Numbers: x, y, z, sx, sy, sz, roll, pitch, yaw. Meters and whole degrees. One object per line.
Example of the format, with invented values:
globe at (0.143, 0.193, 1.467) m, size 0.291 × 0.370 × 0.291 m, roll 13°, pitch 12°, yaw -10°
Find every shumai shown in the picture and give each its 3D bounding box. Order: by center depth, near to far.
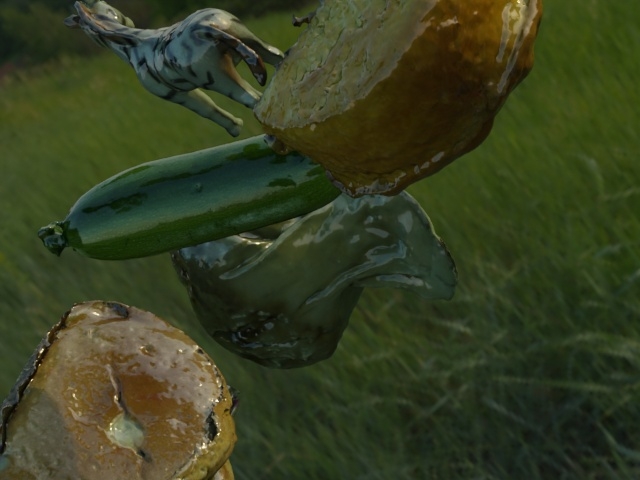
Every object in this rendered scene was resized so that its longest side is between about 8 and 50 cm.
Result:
shumai at (0.000, 0.000, 1.638) m, size 0.288 × 0.330 × 0.292 m, roll -1°, pitch 64°, yaw 44°

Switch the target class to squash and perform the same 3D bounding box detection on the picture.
squash at (-0.132, -0.044, 1.376) m, size 0.379 × 0.101 × 0.101 m, roll -16°, pitch 33°, yaw 26°

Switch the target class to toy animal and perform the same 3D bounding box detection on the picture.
toy animal at (-0.117, -0.160, 1.260) m, size 0.255 × 0.170 × 0.090 m, roll 11°, pitch 71°, yaw 42°

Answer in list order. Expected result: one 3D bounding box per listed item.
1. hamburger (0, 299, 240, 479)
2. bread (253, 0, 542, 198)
hamburger at (-0.228, 0.233, 1.492) m, size 0.318 × 0.277 × 0.195 m, roll -61°, pitch -13°, yaw -48°
bread at (0.063, -0.129, 0.940) m, size 0.229 × 0.143 × 0.139 m, roll -57°, pitch 33°, yaw 13°
